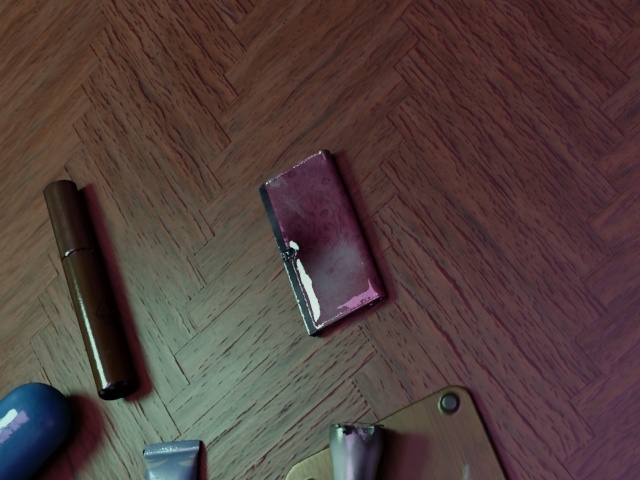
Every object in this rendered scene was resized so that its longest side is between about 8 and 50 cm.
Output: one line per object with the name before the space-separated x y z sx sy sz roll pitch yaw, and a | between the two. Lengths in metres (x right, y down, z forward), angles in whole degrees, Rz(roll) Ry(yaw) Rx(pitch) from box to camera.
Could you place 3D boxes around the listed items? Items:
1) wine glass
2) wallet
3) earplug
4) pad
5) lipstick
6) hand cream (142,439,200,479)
wine glass | 0.041 0.296 1.212 0.072 0.072 0.155 -4 74 29
wallet | 0.000 0.000 1.359 0.119 0.025 0.232 -29 65 19
earplug | -0.472 0.316 1.483 0.273 0.132 0.132 -44 60 8
pad | 0.104 0.352 1.210 0.284 0.018 0.286 -31 62 19
lipstick | -0.347 0.069 1.517 0.057 0.057 0.356 -32 63 19
hand cream | -0.200 0.394 1.353 0.088 0.055 0.256 -12 64 22
